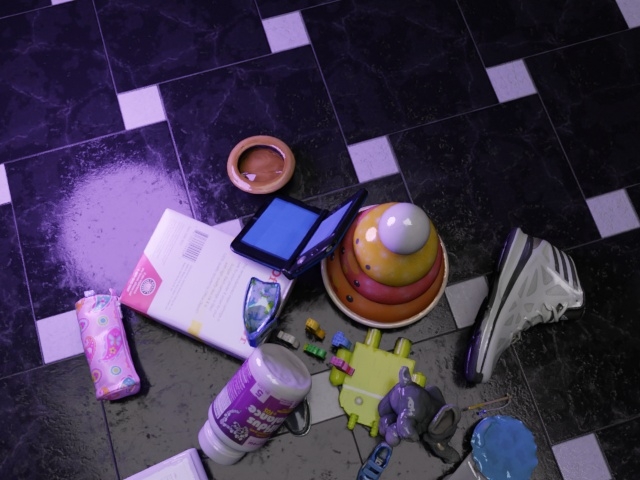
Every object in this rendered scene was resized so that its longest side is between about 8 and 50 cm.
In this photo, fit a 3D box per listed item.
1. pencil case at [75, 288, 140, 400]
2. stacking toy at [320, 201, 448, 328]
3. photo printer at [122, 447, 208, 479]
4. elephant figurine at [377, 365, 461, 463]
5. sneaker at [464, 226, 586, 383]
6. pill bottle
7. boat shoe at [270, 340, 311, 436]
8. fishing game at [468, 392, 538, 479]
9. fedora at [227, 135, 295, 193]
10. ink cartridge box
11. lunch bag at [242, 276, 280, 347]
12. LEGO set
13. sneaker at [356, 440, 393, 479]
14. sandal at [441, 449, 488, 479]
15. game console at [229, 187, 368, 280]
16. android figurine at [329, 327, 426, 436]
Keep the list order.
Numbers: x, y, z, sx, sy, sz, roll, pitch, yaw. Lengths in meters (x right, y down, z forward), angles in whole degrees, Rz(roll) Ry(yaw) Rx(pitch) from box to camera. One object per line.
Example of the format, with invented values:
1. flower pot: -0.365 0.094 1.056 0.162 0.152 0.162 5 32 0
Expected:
1. pencil case: -0.556 0.273 1.880 0.124 0.124 0.284 -17 72 -6
2. stacking toy: 0.179 0.010 1.784 0.351 0.480 0.350 0 73 -1
3. photo printer: -0.367 0.703 1.760 0.256 0.107 0.307 -24 76 -7
4. elephant figurine: 0.275 0.443 1.804 0.240 0.186 0.169 12 49 -22
5. sneaker: 0.556 0.199 1.895 0.258 0.169 0.447 22 72 8
6. pill bottle: -0.169 0.410 1.769 0.169 0.169 0.301 42 111 11
7. boat shoe: -0.084 0.383 1.876 0.095 0.079 0.254 -12 74 -4
8. fishing game: 0.468 0.541 1.847 0.189 0.041 0.264 -14 72 -22
9. fedora: -0.166 -0.206 2.053 0.195 0.079 0.194 -2 73 5
10. ink cartridge box: -0.285 0.128 1.905 0.385 0.160 0.279 24 75 5
11. lunch bag: -0.147 0.179 1.745 0.096 0.129 0.151 14 73 2
12. LEGO set: -0.007 0.257 1.876 0.227 0.093 0.087 21 72 23
13. sneaker: 0.137 0.575 1.832 0.053 0.059 0.144 29 76 5
14. sandal: 0.353 0.630 1.818 0.265 0.076 0.102 -36 77 -33
15. game console: -0.051 -0.054 1.863 0.173 0.250 0.293 45 41 -11
16. android figurine: 0.147 0.375 1.897 0.248 0.056 0.272 19 72 5
